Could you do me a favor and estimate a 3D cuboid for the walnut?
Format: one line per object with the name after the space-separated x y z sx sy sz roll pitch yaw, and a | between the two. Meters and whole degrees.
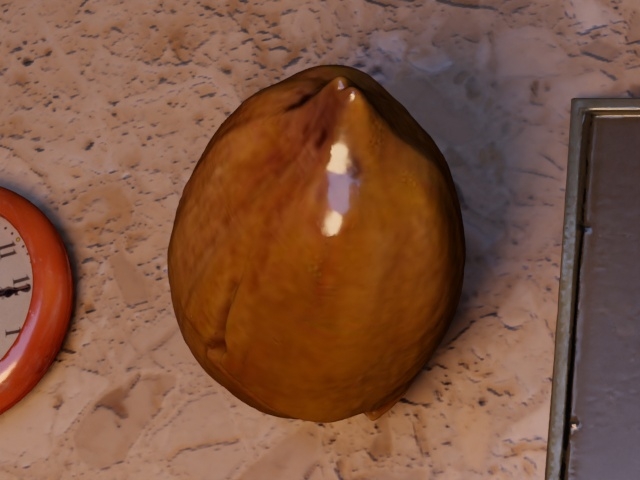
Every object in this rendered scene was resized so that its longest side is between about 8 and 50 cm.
0.000 0.000 1.271 0.209 0.336 0.209 3 59 -4 | walnut

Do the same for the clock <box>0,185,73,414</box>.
-0.287 0.051 1.481 0.205 0.051 0.205 -6 69 15 | clock

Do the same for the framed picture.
0.279 0.046 1.333 0.232 0.024 0.315 1 71 17 | framed picture
